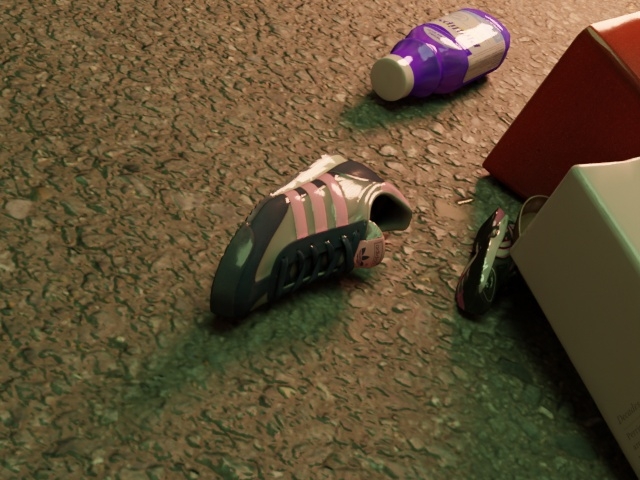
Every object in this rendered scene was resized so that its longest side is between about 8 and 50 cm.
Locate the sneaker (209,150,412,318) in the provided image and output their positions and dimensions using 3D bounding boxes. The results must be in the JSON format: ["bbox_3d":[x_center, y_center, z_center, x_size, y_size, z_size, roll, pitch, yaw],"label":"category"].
[{"bbox_3d":[0.000,0.000,1.104,0.131,0.112,0.319,27,40,15],"label":"sneaker"}]

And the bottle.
[{"bbox_3d":[0.186,-0.288,1.543,0.118,0.092,0.283,38,42,22],"label":"bottle"}]

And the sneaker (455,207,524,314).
[{"bbox_3d":[0.224,0.030,1.196,0.077,0.072,0.178,31,44,-1],"label":"sneaker"}]

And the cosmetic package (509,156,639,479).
[{"bbox_3d":[0.414,0.132,1.009,0.230,0.161,0.453,-6,55,-28],"label":"cosmetic package"}]

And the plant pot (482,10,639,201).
[{"bbox_3d":[0.436,-0.135,1.347,0.267,0.267,0.236,-22,66,-40],"label":"plant pot"}]

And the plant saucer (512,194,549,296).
[{"bbox_3d":[0.287,0.026,1.203,0.168,0.029,0.168,25,52,-36],"label":"plant saucer"}]
